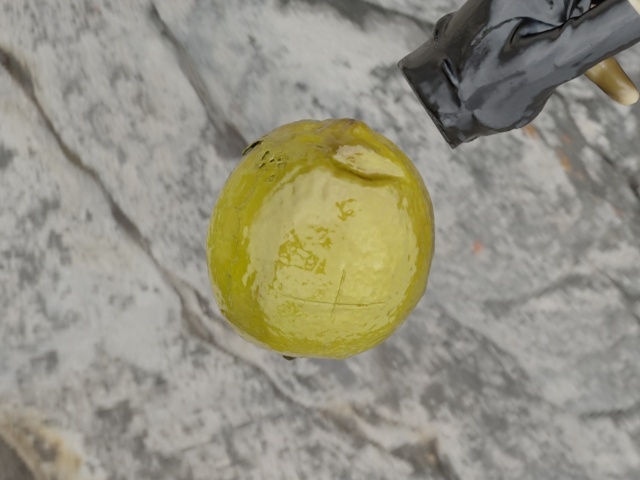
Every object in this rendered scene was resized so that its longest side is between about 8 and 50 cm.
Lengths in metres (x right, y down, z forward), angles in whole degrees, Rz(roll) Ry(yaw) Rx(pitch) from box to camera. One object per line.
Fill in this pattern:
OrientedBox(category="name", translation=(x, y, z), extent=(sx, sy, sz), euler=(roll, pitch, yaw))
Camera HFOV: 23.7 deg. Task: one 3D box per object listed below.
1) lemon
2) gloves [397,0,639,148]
OrientedBox(category="lemon", translation=(0.000, -0.001, 1.855), extent=(0.297, 0.297, 0.297), euler=(-5, 113, -12))
OrientedBox(category="gloves", translation=(0.212, -0.176, 1.272), extent=(0.301, 0.197, 0.152), euler=(-13, 97, 4))
